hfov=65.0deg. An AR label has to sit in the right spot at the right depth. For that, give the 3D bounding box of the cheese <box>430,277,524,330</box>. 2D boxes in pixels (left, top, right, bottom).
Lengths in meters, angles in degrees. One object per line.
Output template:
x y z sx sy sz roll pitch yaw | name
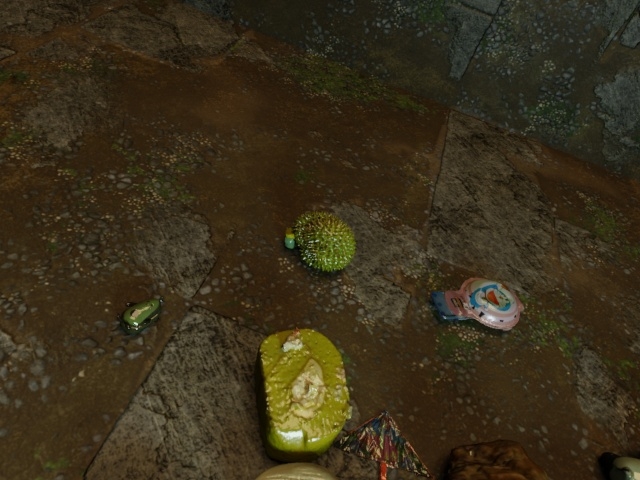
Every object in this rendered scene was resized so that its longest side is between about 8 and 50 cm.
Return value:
0.450 0.179 1.427 0.286 0.074 0.188 1 45 -19 | cheese

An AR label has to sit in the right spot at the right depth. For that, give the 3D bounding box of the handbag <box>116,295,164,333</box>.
-0.403 0.163 1.135 0.072 0.047 0.111 38 48 17 | handbag

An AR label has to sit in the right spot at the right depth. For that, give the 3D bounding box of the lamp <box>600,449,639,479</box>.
0.787 0.534 1.129 0.244 0.197 0.197 -8 45 3 | lamp

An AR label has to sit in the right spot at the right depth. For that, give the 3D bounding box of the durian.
0.012 -0.007 1.394 0.198 0.146 0.159 43 45 19 | durian

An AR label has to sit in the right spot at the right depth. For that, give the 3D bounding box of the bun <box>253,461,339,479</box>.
-0.043 0.493 0.883 0.193 0.127 0.178 6 43 1 | bun

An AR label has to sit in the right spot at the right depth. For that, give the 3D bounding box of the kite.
0.143 0.450 1.078 0.233 0.009 0.189 17 42 -4 | kite

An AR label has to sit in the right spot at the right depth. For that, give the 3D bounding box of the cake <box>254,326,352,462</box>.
-0.039 0.318 1.047 0.179 0.156 0.260 -3 49 -15 | cake

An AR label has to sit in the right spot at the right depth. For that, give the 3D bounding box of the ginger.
0.352 0.520 0.954 0.269 0.201 0.222 13 63 -68 | ginger
